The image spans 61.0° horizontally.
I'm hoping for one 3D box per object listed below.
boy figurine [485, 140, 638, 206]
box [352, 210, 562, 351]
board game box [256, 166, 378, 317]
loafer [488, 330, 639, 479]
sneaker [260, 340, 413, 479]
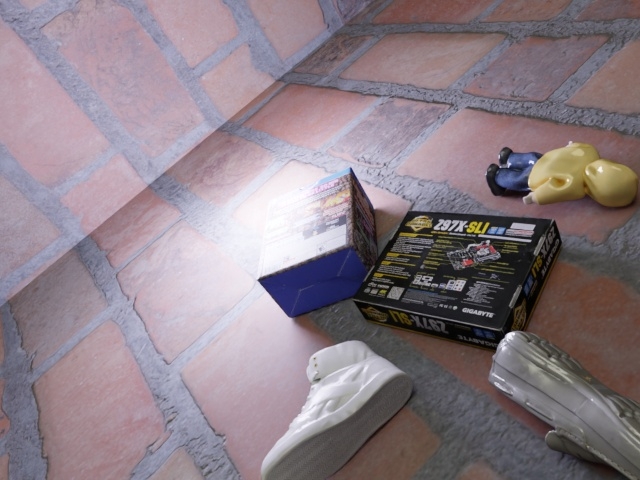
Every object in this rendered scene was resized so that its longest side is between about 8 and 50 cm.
[{"bbox_3d":[0.481,-0.133,1.074,0.285,0.092,0.177,14,56,46],"label":"boy figurine"},{"bbox_3d":[0.254,0.062,1.038,0.322,0.079,0.257,6,49,43],"label":"box"},{"bbox_3d":[0.000,0.000,1.262,0.232,0.141,0.291,-21,37,19],"label":"board game box"},{"bbox_3d":[0.356,0.245,0.727,0.319,0.112,0.111,44,116,54],"label":"loafer"},{"bbox_3d":[0.001,0.295,0.950,0.293,0.108,0.169,-33,32,-16],"label":"sneaker"}]
